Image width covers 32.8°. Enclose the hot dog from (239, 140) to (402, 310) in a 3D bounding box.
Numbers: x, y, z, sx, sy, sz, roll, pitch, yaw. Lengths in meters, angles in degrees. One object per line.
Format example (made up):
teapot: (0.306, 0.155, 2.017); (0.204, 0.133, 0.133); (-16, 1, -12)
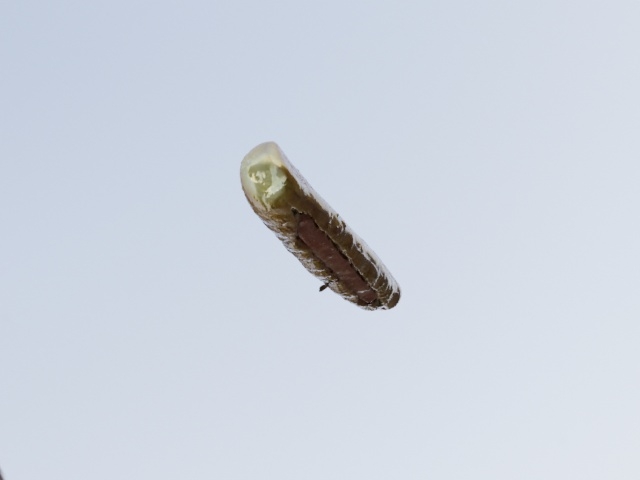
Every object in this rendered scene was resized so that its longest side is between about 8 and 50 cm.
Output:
hot dog: (0.002, -0.003, 1.022); (0.061, 0.087, 0.286); (-32, -38, 8)
